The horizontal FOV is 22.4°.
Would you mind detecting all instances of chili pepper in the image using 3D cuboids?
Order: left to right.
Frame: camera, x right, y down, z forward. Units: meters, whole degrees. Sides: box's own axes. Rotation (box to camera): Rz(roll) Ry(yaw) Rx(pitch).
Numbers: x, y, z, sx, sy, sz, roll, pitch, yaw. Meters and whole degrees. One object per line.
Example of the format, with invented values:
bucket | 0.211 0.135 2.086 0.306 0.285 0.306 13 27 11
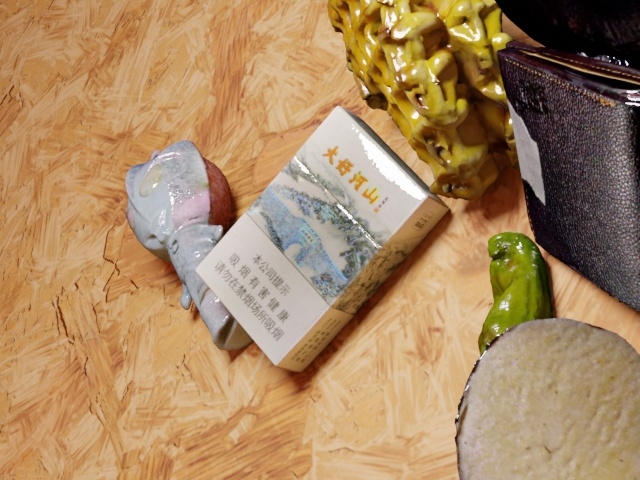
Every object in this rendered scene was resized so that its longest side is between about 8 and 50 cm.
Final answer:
chili pepper | 0.187 0.085 1.587 0.072 0.073 0.204 124 163 -46

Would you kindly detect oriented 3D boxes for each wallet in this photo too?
wallet | 0.254 -0.062 1.500 0.071 0.221 0.262 -24 25 -17

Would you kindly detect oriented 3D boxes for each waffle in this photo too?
waffle | 0.117 -0.201 1.748 0.151 0.261 0.324 -30 41 -6

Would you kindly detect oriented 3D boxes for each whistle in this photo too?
whistle | -0.158 -0.002 2.022 0.142 0.134 0.346 -42 47 14

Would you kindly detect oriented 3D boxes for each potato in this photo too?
potato | 0.203 0.174 1.455 0.117 0.182 0.202 116 160 -81

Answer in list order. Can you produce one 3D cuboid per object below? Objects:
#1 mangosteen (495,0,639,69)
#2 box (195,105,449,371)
mangosteen | 0.335 -0.360 1.551 0.382 0.382 0.435 -19 16 40
box | 0.000 0.000 1.819 0.256 0.069 0.164 -49 61 11
